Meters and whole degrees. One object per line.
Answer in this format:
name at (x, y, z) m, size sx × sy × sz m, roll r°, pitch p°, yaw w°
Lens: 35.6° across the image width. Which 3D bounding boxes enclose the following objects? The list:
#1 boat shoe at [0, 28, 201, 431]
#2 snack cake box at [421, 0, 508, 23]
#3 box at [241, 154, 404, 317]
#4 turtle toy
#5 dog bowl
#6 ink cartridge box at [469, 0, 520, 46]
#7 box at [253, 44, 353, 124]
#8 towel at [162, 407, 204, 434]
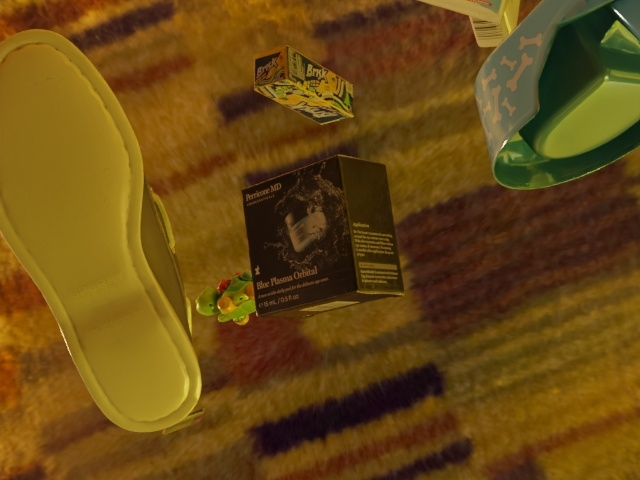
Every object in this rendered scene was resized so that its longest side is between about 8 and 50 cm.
boat shoe at (-0.167, -0.007, 0.735) m, size 0.109 × 0.091 × 0.304 m, roll -18°, pitch 110°, yaw -4°
snack cake box at (0.153, -0.369, 0.997) m, size 0.152 × 0.089 × 0.264 m, roll 19°, pitch 87°, yaw 9°
box at (0.000, 0.000, 1.154) m, size 0.156 × 0.093 × 0.158 m, roll -17°, pitch 75°, yaw 38°
turtle toy at (-0.135, 0.089, 1.576) m, size 0.130 × 0.095 × 0.066 m, roll -23°, pitch 66°, yaw 5°
dog bowl at (0.227, -0.149, 0.705) m, size 0.166 × 0.297 × 0.074 m, roll -2°, pitch 60°, yaw -40°
ink cartridge box at (0.252, -0.529, 1.539) m, size 0.072 × 0.324 × 0.330 m, roll -4°, pitch 54°, yaw 23°
box at (-0.021, -0.216, 1.403) m, size 0.059 × 0.169 × 0.054 m, roll -10°, pitch 72°, yaw 33°
towel at (-0.209, 0.275, 1.516) m, size 0.060 × 0.083 × 0.009 m, roll -16°, pitch 72°, yaw -21°
